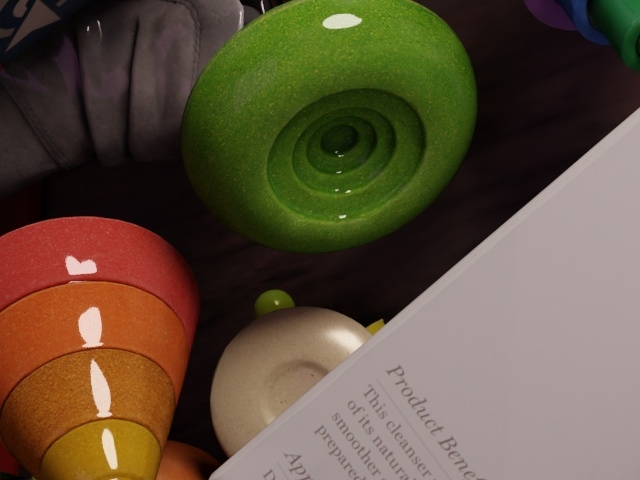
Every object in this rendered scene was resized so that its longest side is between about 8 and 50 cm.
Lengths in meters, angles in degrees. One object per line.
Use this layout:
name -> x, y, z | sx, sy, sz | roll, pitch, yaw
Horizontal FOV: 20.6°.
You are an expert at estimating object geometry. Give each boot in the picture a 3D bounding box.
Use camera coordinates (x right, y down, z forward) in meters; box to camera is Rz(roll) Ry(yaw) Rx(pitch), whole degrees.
boot -> -0.141, -0.180, 0.798 | 0.223, 0.118, 0.338 | -15, 90, 10

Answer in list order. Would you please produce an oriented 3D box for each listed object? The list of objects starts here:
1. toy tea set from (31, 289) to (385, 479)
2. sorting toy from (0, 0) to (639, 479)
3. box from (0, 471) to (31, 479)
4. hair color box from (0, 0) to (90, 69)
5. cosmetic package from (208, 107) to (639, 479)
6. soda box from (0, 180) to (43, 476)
toy tea set -> 0.008, 0.200, 0.836 | 0.200, 0.124, 0.336 | -29, 84, 3
sorting toy -> 0.000, 0.000, 0.698 | 0.365, 0.127, 0.126 | -38, 41, 13
box -> -0.322, 0.201, 0.784 | 0.279, 0.290, 0.177 | 9, 107, 36
hair color box -> -0.117, -0.196, 0.692 | 0.347, 0.105, 0.174 | -38, 82, 1
cosmetic package -> 0.175, 0.040, 0.626 | 0.385, 0.156, 0.217 | -40, 84, 24
soda box -> -0.213, 0.087, 0.921 | 0.083, 0.092, 0.263 | 18, 112, 25
